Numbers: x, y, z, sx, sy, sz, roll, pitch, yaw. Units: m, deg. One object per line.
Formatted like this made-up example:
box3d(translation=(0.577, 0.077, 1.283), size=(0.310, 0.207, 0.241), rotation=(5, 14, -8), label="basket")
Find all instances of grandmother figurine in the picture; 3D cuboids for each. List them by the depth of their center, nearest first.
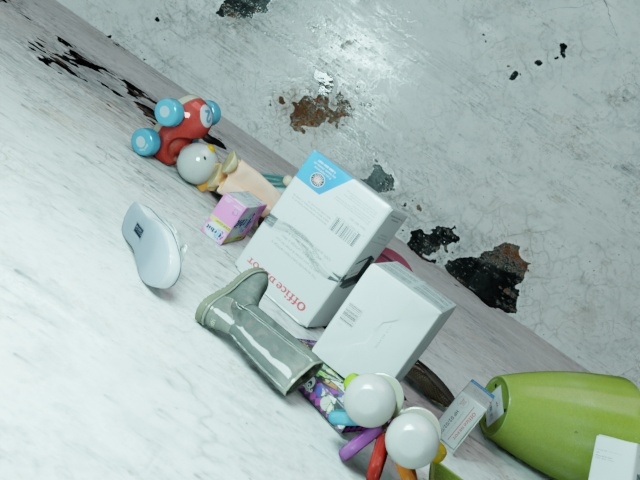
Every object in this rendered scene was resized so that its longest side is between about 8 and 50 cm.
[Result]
box3d(translation=(-0.126, -0.086, 1.849), size=(0.342, 0.208, 0.104), rotation=(34, 50, -22), label="grandmother figurine")

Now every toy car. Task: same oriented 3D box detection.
box3d(translation=(0.088, 0.282, 1.048), size=(0.182, 0.136, 0.159), rotation=(42, 2, 15), label="toy car")
box3d(translation=(-0.333, -0.244, 1.912), size=(0.238, 0.210, 0.219), rotation=(50, 24, 9), label="toy car")

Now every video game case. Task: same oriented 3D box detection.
box3d(translation=(0.037, 0.253, 1.258), size=(0.210, 0.041, 0.232), rotation=(41, 12, 34), label="video game case")

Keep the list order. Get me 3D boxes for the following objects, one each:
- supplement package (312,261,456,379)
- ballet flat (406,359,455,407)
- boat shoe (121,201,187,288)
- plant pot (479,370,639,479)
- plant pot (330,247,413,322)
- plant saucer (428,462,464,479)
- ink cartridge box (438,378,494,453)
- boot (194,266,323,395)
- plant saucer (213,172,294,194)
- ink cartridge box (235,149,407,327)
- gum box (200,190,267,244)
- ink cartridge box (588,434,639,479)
box3d(translation=(0.121, 0.156, 1.292), size=(0.149, 0.194, 0.203), rotation=(37, 10, 15), label="supplement package")
box3d(translation=(0.197, 0.287, 1.584), size=(0.250, 0.058, 0.084), rotation=(42, 7, 7), label="ballet flat")
box3d(translation=(-0.273, 0.007, 1.241), size=(0.084, 0.095, 0.258), rotation=(22, 17, -35), label="boat shoe")
box3d(translation=(0.513, 0.403, 1.580), size=(0.294, 0.274, 0.275), rotation=(16, 15, -11), label="plant pot")
box3d(translation=(0.097, 0.123, 1.655), size=(0.201, 0.201, 0.180), rotation=(39, 27, 20), label="plant pot")
box3d(translation=(0.228, 0.431, 1.060), size=(0.188, 0.045, 0.188), rotation=(35, 11, 5), label="plant saucer")
box3d(translation=(0.284, 0.348, 1.423), size=(0.062, 0.104, 0.181), rotation=(38, 11, 16), label="ink cartridge box")
box3d(translation=(-0.079, 0.145, 1.180), size=(0.209, 0.076, 0.190), rotation=(29, 39, 20), label="boot")
box3d(translation=(-0.158, -0.156, 2.048), size=(0.318, 0.043, 0.317), rotation=(6, 13, -1), label="plant saucer")
box3d(translation=(0.000, 0.000, 1.527), size=(0.223, 0.307, 0.129), rotation=(39, 10, 22), label="ink cartridge box")
box3d(translation=(-0.200, -0.056, 1.691), size=(0.062, 0.107, 0.188), rotation=(37, 11, 7), label="gum box")
box3d(translation=(0.587, 0.499, 1.372), size=(0.154, 0.212, 0.093), rotation=(27, -19, -35), label="ink cartridge box")
